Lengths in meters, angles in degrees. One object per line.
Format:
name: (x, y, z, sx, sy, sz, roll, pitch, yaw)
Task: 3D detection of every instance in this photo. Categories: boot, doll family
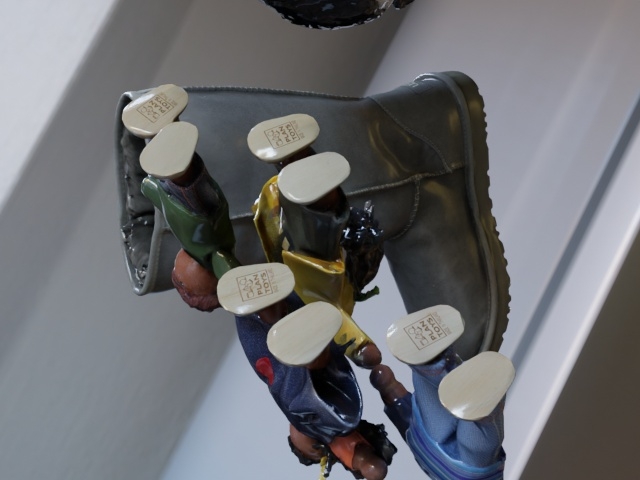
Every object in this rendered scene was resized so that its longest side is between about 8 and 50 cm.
boot: (-0.001, 0.001, 0.703, 0.208, 0.190, 0.076, -15, 8, -37)
doll family: (0.004, 0.031, 0.430, 0.111, 0.076, 0.193, 83, -20, -52)

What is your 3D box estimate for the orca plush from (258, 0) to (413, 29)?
orca plush: (-0.027, -0.193, 0.631, 0.102, 0.287, 0.151, -16, -33, 14)
